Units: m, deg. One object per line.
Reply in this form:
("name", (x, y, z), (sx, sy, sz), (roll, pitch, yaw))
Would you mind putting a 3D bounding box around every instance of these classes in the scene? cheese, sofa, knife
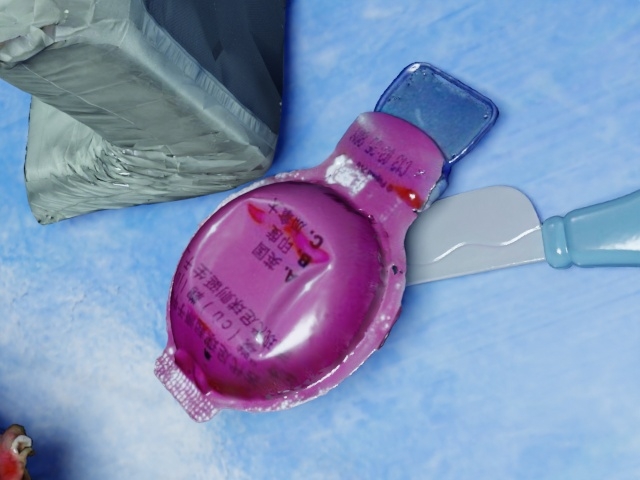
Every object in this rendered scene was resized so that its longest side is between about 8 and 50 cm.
("cheese", (0.000, 0.000, 0.585), (0.244, 0.062, 0.155), (-49, 54, -4))
("sofa", (-0.132, -0.139, 0.556), (0.176, 0.225, 0.210), (-5, 75, 21))
("knife", (0.107, -0.003, 0.573), (0.244, 0.032, 0.058), (-6, 79, 24))

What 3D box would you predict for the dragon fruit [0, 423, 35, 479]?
("dragon fruit", (-0.216, 0.248, 0.552), (0.263, 0.314, 0.296), (30, 71, 5))
